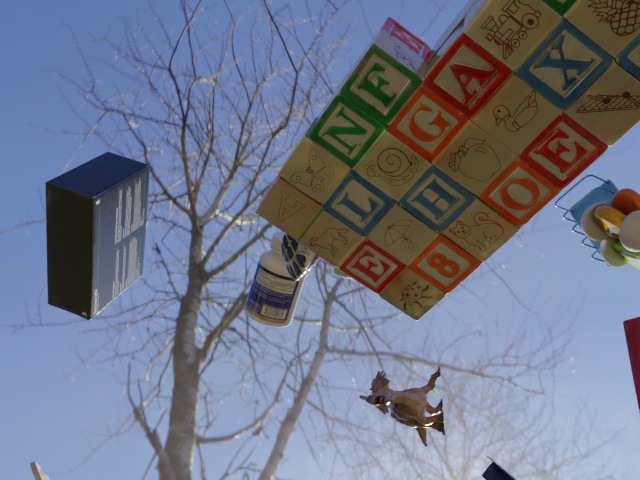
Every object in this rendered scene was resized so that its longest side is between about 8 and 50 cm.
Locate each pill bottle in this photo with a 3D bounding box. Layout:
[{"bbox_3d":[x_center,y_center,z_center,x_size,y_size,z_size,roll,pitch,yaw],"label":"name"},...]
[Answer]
[{"bbox_3d":[-0.088,0.082,1.341,0.112,0.112,0.186,15,-76,-17],"label":"pill bottle"}]

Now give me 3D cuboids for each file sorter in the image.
[{"bbox_3d":[0.630,-0.049,1.396,0.105,0.170,0.118,13,-48,-38],"label":"file sorter"}]

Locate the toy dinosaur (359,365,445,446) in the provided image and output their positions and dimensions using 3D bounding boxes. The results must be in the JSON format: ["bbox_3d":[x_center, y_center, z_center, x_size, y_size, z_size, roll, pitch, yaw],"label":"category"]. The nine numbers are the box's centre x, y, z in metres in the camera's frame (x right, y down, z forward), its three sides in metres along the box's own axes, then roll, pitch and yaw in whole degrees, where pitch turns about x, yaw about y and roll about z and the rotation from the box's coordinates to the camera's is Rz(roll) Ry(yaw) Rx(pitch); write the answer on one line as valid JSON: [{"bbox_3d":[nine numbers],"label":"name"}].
[{"bbox_3d":[0.213,0.424,1.589,0.201,0.127,0.295,-4,-42,11],"label":"toy dinosaur"}]

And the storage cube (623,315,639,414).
[{"bbox_3d":[0.746,0.236,1.208,0.184,0.193,0.215,8,-23,-21],"label":"storage cube"}]

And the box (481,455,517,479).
[{"bbox_3d":[0.336,0.419,0.964,0.036,0.136,0.225,-49,-49,-6],"label":"box"}]

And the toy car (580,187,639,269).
[{"bbox_3d":[0.599,-0.021,1.162,0.136,0.159,0.182,-44,-70,-3],"label":"toy car"}]

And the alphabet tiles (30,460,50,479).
[{"bbox_3d":[-0.384,0.489,0.978,0.021,0.278,0.284,-24,-32,-24],"label":"alphabet tiles"}]

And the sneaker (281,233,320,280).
[{"bbox_3d":[0.000,0.000,0.880,0.071,0.068,0.170,-4,-30,-36],"label":"sneaker"}]

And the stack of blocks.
[{"bbox_3d":[0.101,-0.091,0.470,0.171,0.087,0.297,35,-55,-8],"label":"stack of blocks"}]

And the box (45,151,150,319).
[{"bbox_3d":[-0.421,-0.012,1.176,0.103,0.184,0.261,17,-61,8],"label":"box"}]

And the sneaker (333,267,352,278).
[{"bbox_3d":[0.049,-0.040,1.288,0.121,0.099,0.262,-10,-87,29],"label":"sneaker"}]
